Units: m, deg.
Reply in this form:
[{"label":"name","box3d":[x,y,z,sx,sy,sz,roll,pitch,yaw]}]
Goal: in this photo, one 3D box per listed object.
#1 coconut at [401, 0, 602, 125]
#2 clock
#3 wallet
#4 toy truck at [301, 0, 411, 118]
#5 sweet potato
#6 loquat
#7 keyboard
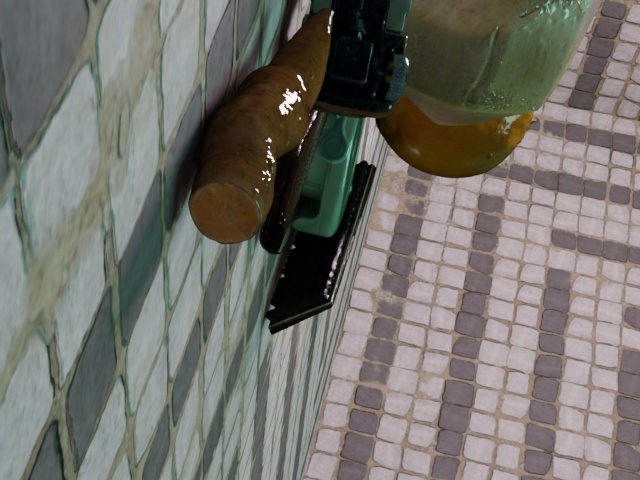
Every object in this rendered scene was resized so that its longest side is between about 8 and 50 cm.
[{"label":"coconut","box3d":[0.210,-0.320,1.627,0.352,0.353,0.352,13,90,-86]},{"label":"clock","box3d":[0.013,-0.110,1.438,0.148,0.060,0.188,-67,168,-64]},{"label":"wallet","box3d":[-0.017,-0.111,1.215,0.243,0.039,0.132,-73,180,-48]},{"label":"toy truck","box3d":[0.033,-0.237,1.077,0.140,0.108,0.256,179,-79,-81]},{"label":"sweet potato","box3d":[-0.037,-0.092,0.852,0.281,0.059,0.067,-71,160,-59]},{"label":"loquat","box3d":[0.250,-0.279,2.269,0.328,0.329,0.328,13,90,-86]},{"label":"keyboard","box3d":[0.000,0.000,1.499,0.027,0.106,0.317,53,29,-23]}]
